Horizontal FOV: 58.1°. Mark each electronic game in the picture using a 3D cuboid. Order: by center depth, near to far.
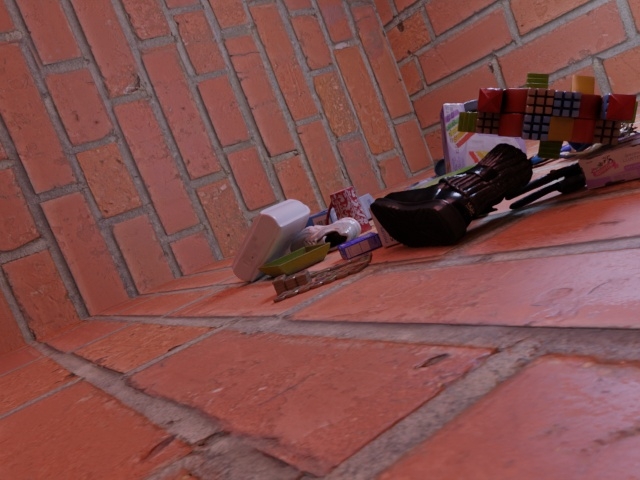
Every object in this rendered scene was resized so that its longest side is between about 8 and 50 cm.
[{"bbox_3d":[0.420,-0.202,2.310,0.229,0.048,0.229,-18,-12,-4],"label":"electronic game"}]

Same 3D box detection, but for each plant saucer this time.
[{"bbox_3d":[-0.077,0.066,1.786,0.188,0.045,0.188,-24,7,-26],"label":"plant saucer"}]

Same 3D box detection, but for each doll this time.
[{"bbox_3d":[0.774,-0.290,1.988,0.189,0.046,0.129,-20,5,12],"label":"doll"}]

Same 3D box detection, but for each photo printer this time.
[{"bbox_3d":[-0.158,-0.010,1.977,0.256,0.107,0.307,-60,-11,23],"label":"photo printer"}]

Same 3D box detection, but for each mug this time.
[{"bbox_3d":[0.089,-0.097,2.094,0.150,0.169,0.113,-22,6,-12],"label":"mug"}]

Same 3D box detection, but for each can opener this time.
[{"bbox_3d":[0.512,-0.125,1.311,0.186,0.059,0.073,-19,6,18],"label":"can opener"}]

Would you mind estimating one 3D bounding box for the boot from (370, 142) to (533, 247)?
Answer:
[{"bbox_3d":[0.296,-0.104,1.341,0.260,0.131,0.348,-40,22,-18],"label":"boot"}]

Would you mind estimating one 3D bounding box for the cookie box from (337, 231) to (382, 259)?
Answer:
[{"bbox_3d":[0.108,0.015,1.599,0.107,0.040,0.092,-22,6,-6],"label":"cookie box"}]

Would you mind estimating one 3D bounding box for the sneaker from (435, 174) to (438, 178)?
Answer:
[{"bbox_3d":[0.523,-0.242,2.179,0.153,0.101,0.268,-14,11,37],"label":"sneaker"}]

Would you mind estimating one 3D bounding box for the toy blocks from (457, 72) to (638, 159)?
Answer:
[{"bbox_3d":[0.480,-0.264,1.219,0.381,0.190,0.261,8,13,16],"label":"toy blocks"}]

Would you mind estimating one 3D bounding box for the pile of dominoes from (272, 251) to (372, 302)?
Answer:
[{"bbox_3d":[0.003,0.075,1.424,0.251,0.040,0.196,-21,5,8],"label":"pile of dominoes"}]

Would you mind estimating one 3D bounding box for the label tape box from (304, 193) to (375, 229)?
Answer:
[{"bbox_3d":[0.106,-0.111,2.466,0.348,0.115,0.249,-28,7,-36],"label":"label tape box"}]

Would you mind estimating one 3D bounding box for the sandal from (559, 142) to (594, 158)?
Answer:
[{"bbox_3d":[0.866,-0.351,1.887,0.317,0.138,0.126,-13,45,-29],"label":"sandal"}]

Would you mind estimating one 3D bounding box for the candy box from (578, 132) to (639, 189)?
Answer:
[{"bbox_3d":[0.669,-0.182,1.205,0.196,0.070,0.165,-25,6,-36],"label":"candy box"}]

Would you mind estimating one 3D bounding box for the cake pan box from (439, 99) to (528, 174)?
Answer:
[{"bbox_3d":[0.511,-0.314,1.809,0.246,0.266,0.070,0,-21,-1],"label":"cake pan box"}]

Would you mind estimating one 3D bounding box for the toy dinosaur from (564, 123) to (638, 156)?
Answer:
[{"bbox_3d":[0.889,-0.319,1.770,0.268,0.064,0.118,-24,-9,-18],"label":"toy dinosaur"}]

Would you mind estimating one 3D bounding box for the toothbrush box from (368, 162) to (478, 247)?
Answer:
[{"bbox_3d":[0.299,-0.096,1.540,0.283,0.122,0.206,-21,5,24],"label":"toothbrush box"}]

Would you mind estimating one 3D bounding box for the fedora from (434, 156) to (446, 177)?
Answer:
[{"bbox_3d":[0.539,-0.305,1.965,0.334,0.152,0.334,-9,25,4],"label":"fedora"}]

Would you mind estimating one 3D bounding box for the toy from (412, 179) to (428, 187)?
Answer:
[{"bbox_3d":[0.325,-0.136,2.133,0.237,0.056,0.137,-29,20,-6],"label":"toy"}]

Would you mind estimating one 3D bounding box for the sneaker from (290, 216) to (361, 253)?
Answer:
[{"bbox_3d":[0.000,0.000,1.909,0.262,0.099,0.121,-22,12,26],"label":"sneaker"}]
